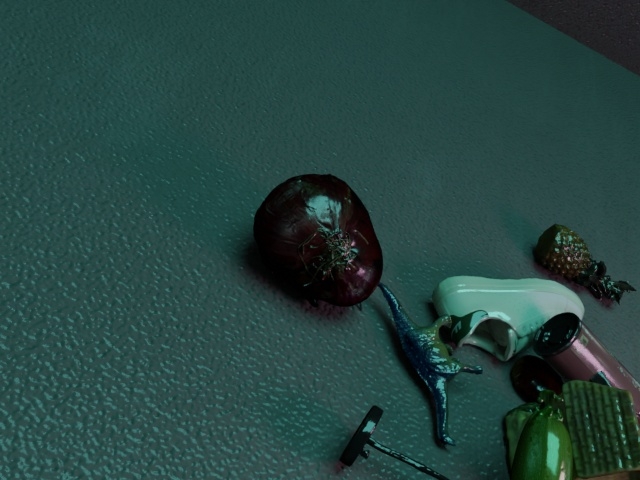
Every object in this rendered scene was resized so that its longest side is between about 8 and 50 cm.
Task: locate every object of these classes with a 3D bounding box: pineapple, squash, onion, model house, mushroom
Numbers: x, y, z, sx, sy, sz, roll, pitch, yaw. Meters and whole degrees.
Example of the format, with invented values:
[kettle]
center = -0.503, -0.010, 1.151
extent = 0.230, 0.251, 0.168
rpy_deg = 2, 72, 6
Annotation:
[pineapple]
center = 0.644, 0.066, 1.913
extent = 0.251, 0.125, 0.125
rpy_deg = 34, 41, -6
[squash]
center = 0.347, 0.430, 1.262
extent = 0.101, 0.101, 0.379
rpy_deg = 19, 72, -15
[onion]
center = 0.005, 0.003, 1.497
extent = 0.281, 0.281, 0.221
rpy_deg = 44, 85, 13
[model house]
center = 0.528, 0.373, 1.416
extent = 0.321, 0.266, 0.261
rpy_deg = 18, 47, -16
[mushroom]
center = 0.451, 0.288, 1.611
extent = 0.123, 0.052, 0.123
rpy_deg = 20, 39, -17

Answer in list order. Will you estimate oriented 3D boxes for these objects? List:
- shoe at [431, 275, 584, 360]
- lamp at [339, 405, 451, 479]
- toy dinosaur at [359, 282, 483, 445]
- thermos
[shoe]
center = 0.415, 0.175, 1.642
extent = 0.363, 0.132, 0.160
rpy_deg = 8, 45, -19
[lamp]
center = 0.208, 0.382, 1.323
extent = 0.371, 0.130, 0.108
rpy_deg = 21, 33, -10
[toy dinosaur]
center = 0.210, 0.216, 1.513
extent = 0.147, 0.076, 0.363
rpy_deg = -11, 60, -30
[thermos]
center = 0.582, 0.292, 1.582
extent = 0.330, 0.136, 0.109
rpy_deg = 44, 69, -16
